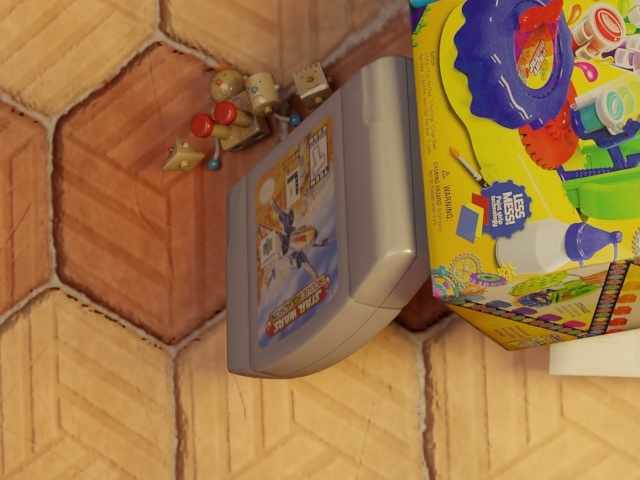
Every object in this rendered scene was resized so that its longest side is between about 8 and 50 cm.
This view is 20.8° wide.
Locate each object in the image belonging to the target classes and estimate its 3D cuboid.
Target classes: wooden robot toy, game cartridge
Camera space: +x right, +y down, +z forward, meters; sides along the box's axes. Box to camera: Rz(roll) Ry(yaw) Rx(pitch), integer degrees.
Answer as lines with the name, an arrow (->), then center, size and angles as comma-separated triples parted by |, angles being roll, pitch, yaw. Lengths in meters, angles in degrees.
wooden robot toy -> -0.076, -0.129, 1.559 | 0.173, 0.076, 0.079 | -27, 66, 22
game cartridge -> 0.000, 0.000, 1.422 | 0.297, 0.062, 0.198 | -39, 43, 53

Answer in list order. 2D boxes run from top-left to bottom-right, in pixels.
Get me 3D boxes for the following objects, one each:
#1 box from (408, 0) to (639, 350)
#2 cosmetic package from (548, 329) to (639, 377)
box -> 0.231, -0.096, 1.311 | 0.279, 0.177, 0.290 | -12, 68, 22
cosmetic package -> 0.302, 0.061, 1.370 | 0.239, 0.060, 0.099 | 1, 88, 26
